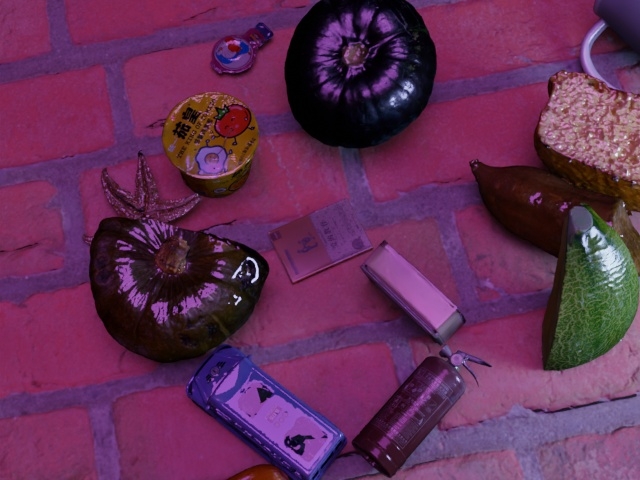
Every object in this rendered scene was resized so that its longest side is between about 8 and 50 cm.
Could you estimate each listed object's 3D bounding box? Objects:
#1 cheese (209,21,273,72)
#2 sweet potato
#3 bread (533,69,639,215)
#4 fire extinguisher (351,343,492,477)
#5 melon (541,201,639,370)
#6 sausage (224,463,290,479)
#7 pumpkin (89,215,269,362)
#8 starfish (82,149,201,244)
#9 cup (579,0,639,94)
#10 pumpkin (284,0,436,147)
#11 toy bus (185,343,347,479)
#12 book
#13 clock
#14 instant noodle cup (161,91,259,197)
[{"bbox_3d":[-0.163,-0.396,2.126,0.145,0.038,0.095,-40,73,-13],"label":"cheese"},{"bbox_3d":[0.437,-0.045,1.922,0.369,0.158,0.158,23,70,21],"label":"sweet potato"},{"bbox_3d":[0.556,-0.167,1.950,0.340,0.179,0.194,25,73,8],"label":"bread"},{"bbox_3d":[0.180,0.290,1.815,0.105,0.105,0.269,40,74,15],"label":"fire extinguisher"},{"bbox_3d":[0.459,0.085,1.787,0.196,0.323,0.124,-28,50,-13],"label":"melon"},{"bbox_3d":[-0.174,0.467,1.734,0.274,0.105,0.105,-30,70,-2],"label":"sausage"},{"bbox_3d":[-0.266,0.095,1.824,0.324,0.242,0.232,9,63,6],"label":"pumpkin"},{"bbox_3d":[-0.348,-0.054,1.987,0.240,0.043,0.227,-25,74,-3],"label":"starfish"},{"bbox_3d":[0.691,-0.418,2.031,0.357,0.259,0.274,-47,72,16],"label":"cup"},{"bbox_3d":[0.076,-0.330,1.997,0.315,0.238,0.315,-3,79,15],"label":"pumpkin"},{"bbox_3d":[-0.100,0.297,1.797,0.292,0.133,0.125,36,74,14],"label":"toy bus"},{"bbox_3d":[0.000,0.000,1.979,0.172,0.012,0.118,-24,69,-8],"label":"book"},{"bbox_3d":[0.168,0.097,1.865,0.192,0.147,0.071,44,89,15],"label":"clock"},{"bbox_3d":[-0.205,-0.171,1.981,0.182,0.144,0.182,0,68,-1],"label":"instant noodle cup"}]
